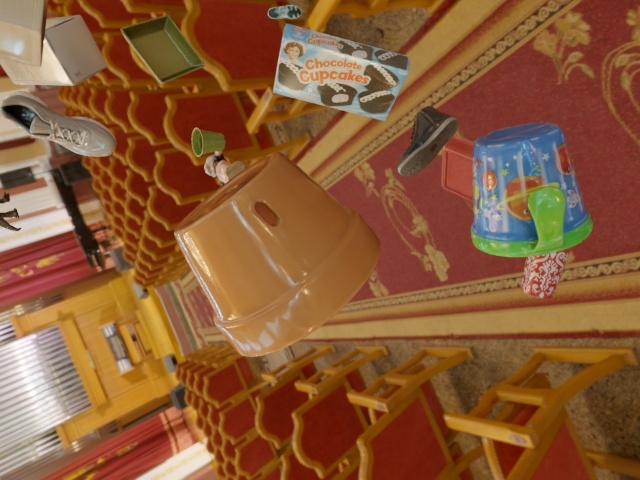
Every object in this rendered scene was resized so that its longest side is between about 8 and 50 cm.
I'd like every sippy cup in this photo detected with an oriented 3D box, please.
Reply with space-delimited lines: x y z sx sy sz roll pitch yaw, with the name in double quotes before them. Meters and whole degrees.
"sippy cup" 0.414 -0.114 0.949 0.305 0.240 0.224 22 131 62

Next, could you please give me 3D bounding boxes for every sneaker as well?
"sneaker" 0.293 -0.295 1.377 0.118 0.222 0.083 49 -176 40
"sneaker" -0.104 -0.669 1.352 0.069 0.098 0.038 -97 7 -62
"sneaker" -0.636 -0.265 1.117 0.099 0.263 0.121 -63 20 16

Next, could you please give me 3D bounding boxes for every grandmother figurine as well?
"grandmother figurine" -0.373 -0.267 1.807 0.342 0.104 0.207 38 129 56

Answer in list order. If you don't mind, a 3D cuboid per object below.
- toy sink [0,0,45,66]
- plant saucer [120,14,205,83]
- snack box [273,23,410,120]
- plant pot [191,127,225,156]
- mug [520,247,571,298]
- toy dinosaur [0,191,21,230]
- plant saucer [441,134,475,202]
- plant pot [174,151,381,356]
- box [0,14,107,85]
"toy sink" -0.529 -0.443 0.770 0.153 0.131 0.234 -5 81 59
"plant saucer" -0.478 -0.570 1.401 0.045 0.188 0.188 -27 104 47
"snack box" 0.048 -0.430 1.206 0.187 0.322 0.060 115 165 -60
"plant pot" -0.328 -0.292 1.367 0.083 0.079 0.083 19 114 50
"mug" 0.652 0.069 1.336 0.113 0.150 0.169 19 110 33
"toy dinosaur" -1.021 -0.100 1.379 0.313 0.161 0.120 88 174 -82
"plant saucer" 0.503 -0.211 1.525 0.259 0.047 0.258 33 159 29
"plant pot" -0.082 0.002 0.717 0.203 0.291 0.291 53 157 -17
"box" -0.750 -0.514 1.260 0.311 0.121 0.148 13 138 30
